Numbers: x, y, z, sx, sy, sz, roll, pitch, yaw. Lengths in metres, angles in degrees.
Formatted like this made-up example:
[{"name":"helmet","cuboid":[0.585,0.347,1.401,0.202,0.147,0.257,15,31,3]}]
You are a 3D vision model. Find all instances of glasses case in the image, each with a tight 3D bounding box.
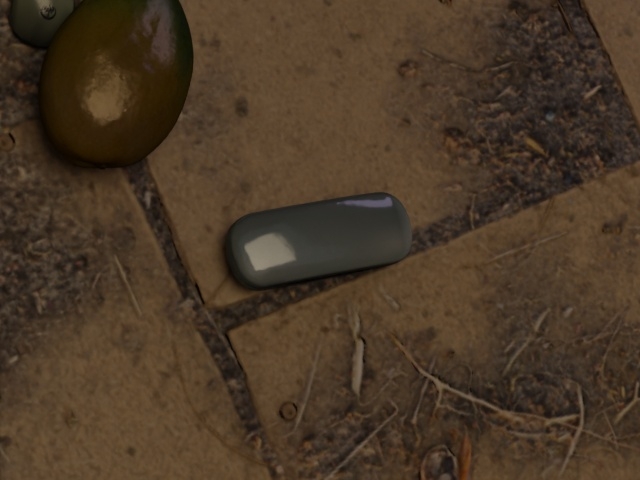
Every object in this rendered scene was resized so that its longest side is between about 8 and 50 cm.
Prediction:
[{"name":"glasses case","cuboid":[0.000,0.000,1.688,0.178,0.045,0.067,-10,82,-27]}]

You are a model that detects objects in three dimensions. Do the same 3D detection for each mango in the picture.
[{"name":"mango","cuboid":[-0.173,-0.151,1.626,0.130,0.092,0.195,16,63,-21]}]

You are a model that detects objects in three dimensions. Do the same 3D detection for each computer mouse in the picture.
[{"name":"computer mouse","cuboid":[-0.239,-0.223,1.642,0.056,0.032,0.110,3,76,-25]}]
